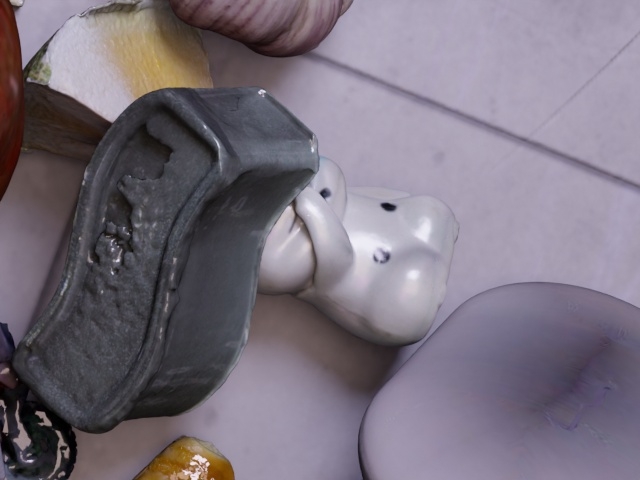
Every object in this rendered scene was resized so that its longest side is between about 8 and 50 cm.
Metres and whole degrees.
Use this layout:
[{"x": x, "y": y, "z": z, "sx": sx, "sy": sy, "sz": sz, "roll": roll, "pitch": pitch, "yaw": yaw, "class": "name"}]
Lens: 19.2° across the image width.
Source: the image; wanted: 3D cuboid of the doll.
[{"x": 0.007, "y": 0.001, "z": 1.282, "sx": 0.180, "sy": 0.107, "sz": 0.110, "roll": 25, "pitch": 55, "yaw": -13, "class": "doll"}]

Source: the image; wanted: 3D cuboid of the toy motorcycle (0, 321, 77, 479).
[{"x": -0.248, "y": 0.085, "z": 1.232, "sx": 0.122, "sy": 0.082, "sz": 0.213, "roll": -28, "pitch": 96, "yaw": -11, "class": "toy motorcycle"}]

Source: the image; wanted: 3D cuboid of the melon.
[{"x": -0.150, "y": -0.089, "z": 1.237, "sx": 0.139, "sy": 0.202, "sz": 0.093, "roll": -30, "pitch": 84, "yaw": 27, "class": "melon"}]

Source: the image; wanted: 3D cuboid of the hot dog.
[{"x": -0.140, "y": 0.221, "z": 1.274, "sx": 0.066, "sy": 0.047, "sz": 0.216, "roll": 42, "pitch": 80, "yaw": -6, "class": "hot dog"}]

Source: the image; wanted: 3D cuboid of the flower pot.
[{"x": -0.097, "y": 0.011, "z": 1.201, "sx": 0.103, "sy": 0.108, "sz": 0.229, "roll": 32, "pitch": 109, "yaw": 25, "class": "flower pot"}]

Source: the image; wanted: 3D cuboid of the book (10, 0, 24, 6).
[{"x": -0.296, "y": -0.267, "z": 1.262, "sx": 0.241, "sy": 0.018, "sz": 0.170, "roll": 14, "pitch": 87, "yaw": -12, "class": "book"}]

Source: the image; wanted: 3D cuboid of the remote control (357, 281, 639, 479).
[{"x": 0.155, "y": 0.128, "z": 1.233, "sx": 0.221, "sy": 0.332, "sz": 0.103, "roll": 28, "pitch": 122, "yaw": 15, "class": "remote control"}]

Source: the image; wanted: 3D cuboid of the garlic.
[{"x": -0.049, "y": -0.184, "z": 1.262, "sx": 0.147, "sy": 0.159, "sz": 0.102, "roll": 47, "pitch": 121, "yaw": 14, "class": "garlic"}]

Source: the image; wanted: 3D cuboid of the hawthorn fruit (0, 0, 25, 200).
[{"x": -0.330, "y": -0.114, "z": 1.101, "sx": 0.308, "sy": 0.308, "sz": 0.325, "roll": -28, "pitch": 84, "yaw": -12, "class": "hawthorn fruit"}]

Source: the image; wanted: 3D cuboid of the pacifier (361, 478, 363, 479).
[{"x": 0.085, "y": 0.258, "z": 1.278, "sx": 0.287, "sy": 0.238, "sz": 0.226, "roll": -11, "pitch": 59, "yaw": -30, "class": "pacifier"}]
